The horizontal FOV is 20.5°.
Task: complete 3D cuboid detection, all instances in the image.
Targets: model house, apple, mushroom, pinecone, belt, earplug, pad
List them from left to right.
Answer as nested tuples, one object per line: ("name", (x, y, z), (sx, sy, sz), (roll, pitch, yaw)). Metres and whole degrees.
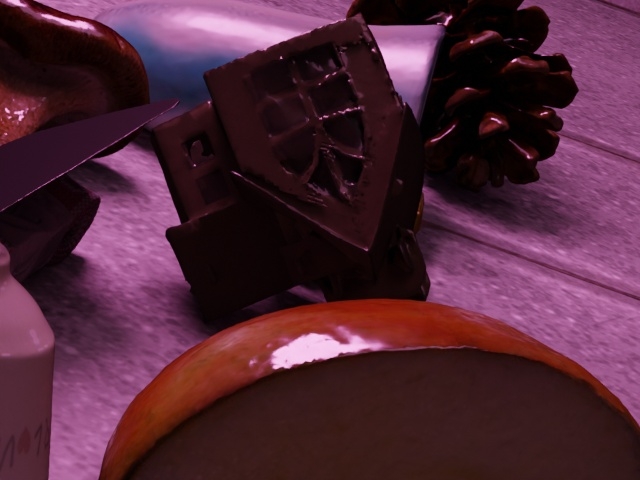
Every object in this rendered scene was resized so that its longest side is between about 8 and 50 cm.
("pad", (-0.224, -0.041, 1.211), (0.181, 0.004, 0.267), (-10, 18, 34))
("mushroom", (-0.261, -0.105, 1.425), (0.227, 0.148, 0.217), (14, 36, 0))
("belt", (-0.214, 0.000, 1.233), (0.053, 0.071, 0.232), (30, 21, 3))
("earplug", (-0.063, -0.147, 1.636), (0.324, 0.185, 0.185), (15, 19, 4))
("model house", (0.000, 0.000, 1.305), (0.211, 0.204, 0.243), (66, 2, -74))
("apple", (0.032, 0.122, 1.063), (0.346, 0.254, 0.179), (11, 62, -21))
("pinecone", (0.144, -0.181, 1.819), (0.244, 0.244, 0.309), (6, 33, -32))

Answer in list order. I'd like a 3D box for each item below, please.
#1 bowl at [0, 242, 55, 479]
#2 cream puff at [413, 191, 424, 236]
("bowl", (-0.245, 0.048, 0.951), (0.238, 0.126, 0.238), (17, 8, -3))
("cream puff", (0.020, -0.032, 1.486), (0.156, 0.156, 0.121), (23, -22, 11))
